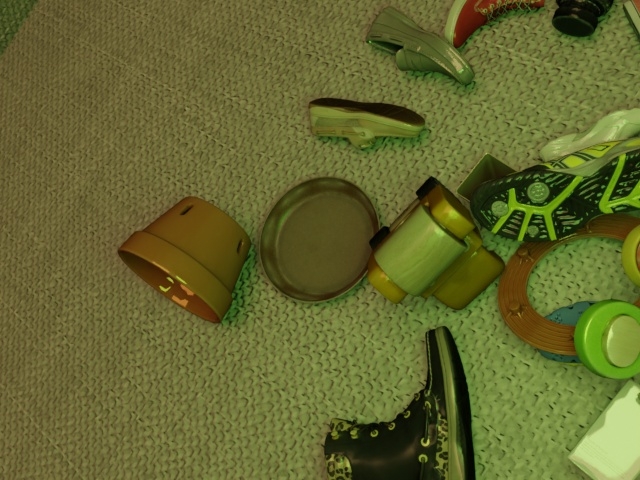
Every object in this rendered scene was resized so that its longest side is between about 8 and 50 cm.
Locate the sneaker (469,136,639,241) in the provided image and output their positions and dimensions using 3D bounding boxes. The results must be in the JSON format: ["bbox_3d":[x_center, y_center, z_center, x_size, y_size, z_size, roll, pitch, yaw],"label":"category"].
[{"bbox_3d":[0.484,-0.099,1.256,0.385,0.147,0.145,-11,109,18],"label":"sneaker"}]

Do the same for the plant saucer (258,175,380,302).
[{"bbox_3d":[0.000,0.000,1.545,0.311,0.050,0.310,-7,71,21],"label":"plant saucer"}]

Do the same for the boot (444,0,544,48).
[{"bbox_3d":[0.412,-0.535,1.515,0.176,0.088,0.244,31,84,27],"label":"boot"}]

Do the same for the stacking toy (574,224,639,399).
[{"bbox_3d":[0.581,0.146,1.026,0.309,0.130,0.279,43,85,-2],"label":"stacking toy"}]

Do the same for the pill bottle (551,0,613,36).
[{"bbox_3d":[0.587,-0.564,1.418,0.123,0.123,0.219,20,88,28],"label":"pill bottle"}]

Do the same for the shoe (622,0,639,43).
[{"bbox_3d":[0.705,-0.448,1.365,0.081,0.063,0.178,-22,61,22],"label":"shoe"}]

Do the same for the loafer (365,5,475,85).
[{"bbox_3d":[0.233,-0.446,1.557,0.111,0.112,0.319,-50,53,8],"label":"loafer"}]

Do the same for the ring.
[{"bbox_3d":[0.493,0.067,1.225,0.337,0.032,0.336,-24,36,18],"label":"ring"}]

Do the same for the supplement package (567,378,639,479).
[{"bbox_3d":[0.538,0.350,1.158,0.105,0.105,0.179,39,92,29],"label":"supplement package"}]

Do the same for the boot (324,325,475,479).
[{"bbox_3d":[0.155,0.370,1.311,0.284,0.138,0.377,-9,75,21],"label":"boot"}]

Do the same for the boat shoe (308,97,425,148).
[{"bbox_3d":[0.107,-0.274,1.566,0.302,0.109,0.098,14,119,27],"label":"boat shoe"}]

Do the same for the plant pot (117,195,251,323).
[{"bbox_3d":[-0.301,0.034,1.557,0.291,0.291,0.203,23,66,28],"label":"plant pot"}]

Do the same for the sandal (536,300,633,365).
[{"bbox_3d":[0.551,0.156,1.199,0.317,0.138,0.126,-14,70,21],"label":"sandal"}]

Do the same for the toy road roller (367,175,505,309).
[{"bbox_3d":[0.243,0.033,1.283,0.240,0.329,0.202,41,106,-3],"label":"toy road roller"}]

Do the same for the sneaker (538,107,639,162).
[{"bbox_3d":[0.577,-0.183,1.334,0.232,0.090,0.115,-27,71,24],"label":"sneaker"}]

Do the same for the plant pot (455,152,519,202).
[{"bbox_3d":[0.370,-0.101,1.384,0.109,0.096,0.109,40,92,30],"label":"plant pot"}]
